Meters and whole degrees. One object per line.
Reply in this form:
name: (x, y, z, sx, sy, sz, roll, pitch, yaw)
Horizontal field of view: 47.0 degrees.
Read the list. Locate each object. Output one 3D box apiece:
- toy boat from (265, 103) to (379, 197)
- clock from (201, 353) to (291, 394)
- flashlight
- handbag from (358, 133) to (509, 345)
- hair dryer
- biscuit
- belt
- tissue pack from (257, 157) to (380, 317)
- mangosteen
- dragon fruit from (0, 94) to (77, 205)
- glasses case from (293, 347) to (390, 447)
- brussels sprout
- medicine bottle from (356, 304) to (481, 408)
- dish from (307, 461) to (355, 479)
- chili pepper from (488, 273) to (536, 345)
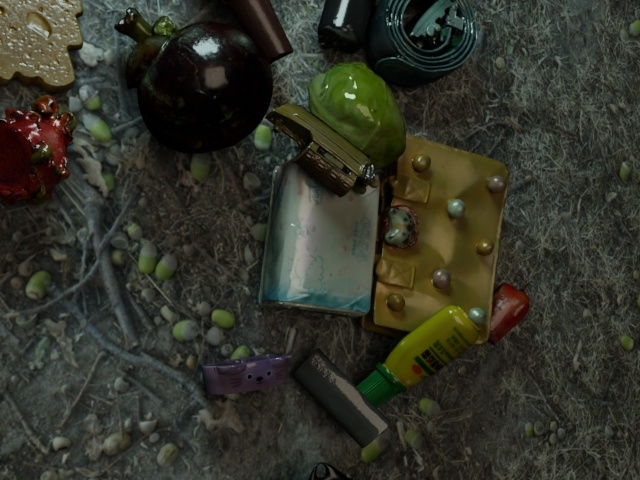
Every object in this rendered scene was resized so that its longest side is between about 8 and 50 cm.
toy boat: (0.001, -0.151, 1.273, 0.226, 0.068, 0.088, 36, 64, -15)
clock: (-0.123, 0.232, 1.281, 0.152, 0.110, 0.050, -5, 86, -28)
flashlight: (0.085, -0.578, 1.477, 0.103, 0.103, 0.424, 21, 74, -24)
handbag: (0.229, 0.007, 1.484, 0.283, 0.133, 0.401, 16, 78, -20)
hair dryer: (-0.193, -0.431, 1.223, 0.312, 0.123, 0.340, 62, 29, -6)
biscuit: (-0.470, -0.355, 1.193, 0.212, 0.041, 0.239, 29, 73, -16)
belt: (0.199, -0.422, 1.505, 0.267, 0.116, 0.206, -39, 100, -27)
tissue pack: (0.002, 0.000, 1.362, 0.201, 0.124, 0.271, 10, 80, -30)
mangosteen: (-0.217, -0.283, 1.225, 0.231, 0.231, 0.289, -36, 87, -25)
dragon fruit: (-0.446, -0.148, 1.141, 0.150, 0.133, 0.208, 67, 23, -47)
glasses case: (0.037, 0.289, 1.349, 0.190, 0.042, 0.072, 45, 93, 7)
brussels sprout: (0.077, -0.233, 1.389, 0.223, 0.161, 0.223, 22, 53, -34)
medicine bottle: (0.158, 0.238, 1.383, 0.309, 0.076, 0.111, -39, 127, 7)
dish: (-0.010, 0.546, 1.306, 0.303, 0.120, 0.303, 3, 84, -27)
chili pepper: (0.403, 0.137, 1.577, 0.084, 0.086, 0.192, 43, 75, 12)
